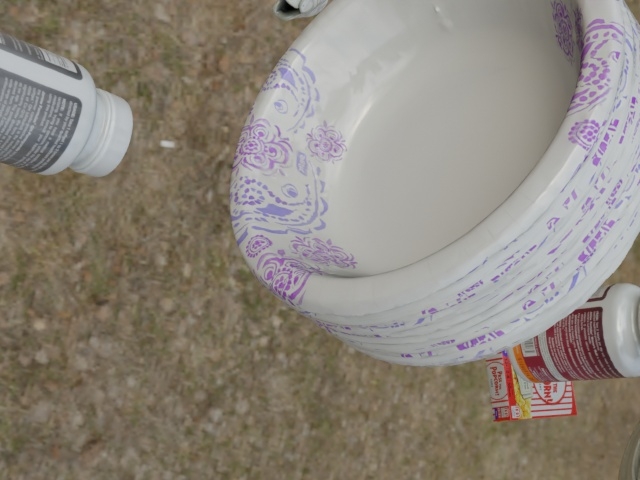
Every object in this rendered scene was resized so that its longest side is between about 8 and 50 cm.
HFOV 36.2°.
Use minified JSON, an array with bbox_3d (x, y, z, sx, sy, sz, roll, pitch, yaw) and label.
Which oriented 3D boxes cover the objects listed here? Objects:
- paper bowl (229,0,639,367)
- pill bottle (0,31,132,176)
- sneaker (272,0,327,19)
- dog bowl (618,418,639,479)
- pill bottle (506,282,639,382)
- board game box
[{"bbox_3d":[0.090,-0.053,0.649,0.148,0.284,0.284,37,63,-39],"label":"paper bowl"},{"bbox_3d":[-0.436,-0.196,1.405,0.318,0.176,0.176,18,80,-44],"label":"pill bottle"},{"bbox_3d":[-0.014,-0.482,1.841,0.115,0.090,0.232,-39,176,-38],"label":"sneaker"},{"bbox_3d":[0.718,0.346,1.742,0.408,0.150,0.408,-55,179,-1],"label":"dog bowl"},{"bbox_3d":[0.361,0.120,1.270,0.121,0.221,0.121,13,72,-46],"label":"pill bottle"},{"bbox_3d":[0.390,0.257,1.815,0.193,0.045,0.147,4,75,-39],"label":"board game box"}]
